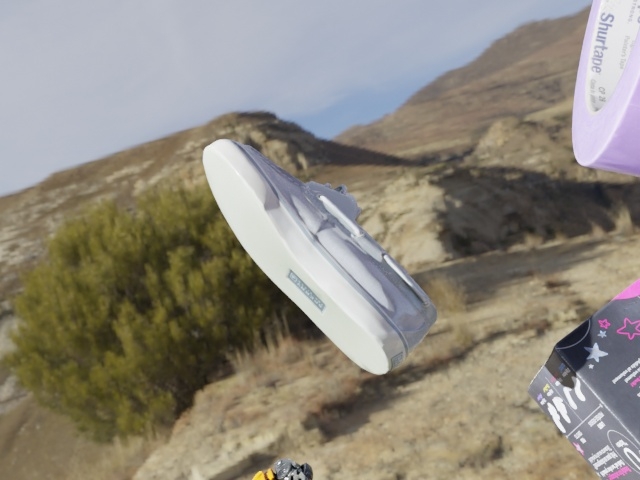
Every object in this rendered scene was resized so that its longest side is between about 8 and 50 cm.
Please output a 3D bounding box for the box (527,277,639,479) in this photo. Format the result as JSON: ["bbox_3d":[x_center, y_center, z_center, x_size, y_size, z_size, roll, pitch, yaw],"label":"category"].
[{"bbox_3d":[0.330,0.097,0.766,0.247,0.142,0.163,-34,-21,-10],"label":"box"}]

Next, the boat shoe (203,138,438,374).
[{"bbox_3d":[0.001,0.000,0.689,0.081,0.227,0.079,-37,-11,-28],"label":"boat shoe"}]

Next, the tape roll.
[{"bbox_3d":[0.209,-0.127,0.494,0.080,0.189,0.189,12,5,4],"label":"tape roll"}]

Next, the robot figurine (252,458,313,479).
[{"bbox_3d":[-0.067,0.412,1.151,0.211,0.085,0.291,-43,18,0],"label":"robot figurine"}]
